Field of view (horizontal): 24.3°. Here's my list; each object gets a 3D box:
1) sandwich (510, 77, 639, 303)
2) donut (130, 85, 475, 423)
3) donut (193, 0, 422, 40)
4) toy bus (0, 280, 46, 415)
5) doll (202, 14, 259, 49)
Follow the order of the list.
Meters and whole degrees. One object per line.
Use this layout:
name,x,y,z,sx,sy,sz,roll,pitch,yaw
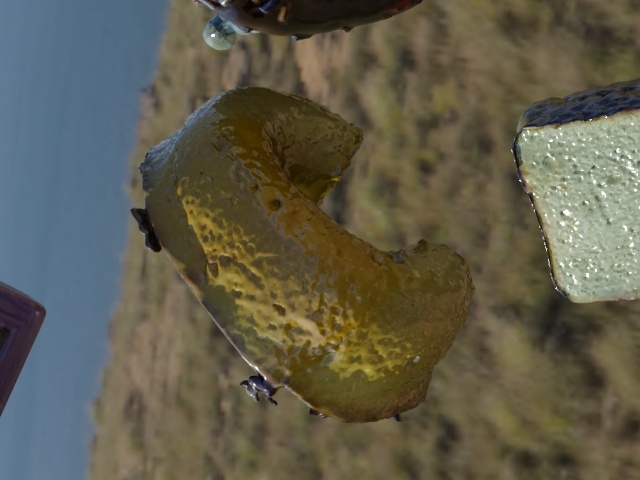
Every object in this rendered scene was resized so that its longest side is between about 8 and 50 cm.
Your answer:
sandwich,0.289,-0.043,1.418,0.215,0.186,0.065,65,-146,-25
donut,-0.008,-0.002,0.700,0.078,0.146,0.181,-45,60,29
donut,0.015,-0.184,0.733,0.089,0.235,0.235,66,154,23
toy bus,-0.235,0.102,0.883,0.178,0.086,0.098,-67,20,-7
doll,-0.079,-0.316,1.966,0.214,0.103,0.072,-27,84,28
